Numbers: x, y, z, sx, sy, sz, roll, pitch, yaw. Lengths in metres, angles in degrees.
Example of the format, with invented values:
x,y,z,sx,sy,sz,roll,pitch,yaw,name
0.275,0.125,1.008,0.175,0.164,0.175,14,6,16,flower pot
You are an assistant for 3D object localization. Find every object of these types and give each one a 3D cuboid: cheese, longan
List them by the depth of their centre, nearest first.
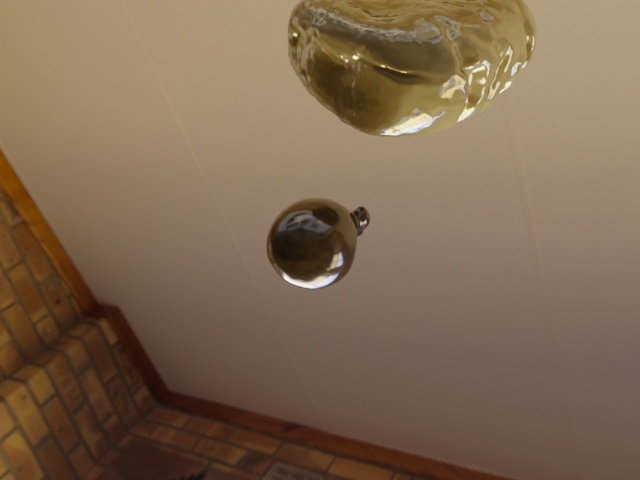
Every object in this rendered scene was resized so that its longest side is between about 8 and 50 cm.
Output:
x,y,z,sx,sy,sz,roll,pitch,yaw,name
0.087,-0.202,0.667,0.226,0.214,0.117,40,-29,34,cheese
0.000,0.000,0.741,0.106,0.119,0.106,60,-10,18,longan
